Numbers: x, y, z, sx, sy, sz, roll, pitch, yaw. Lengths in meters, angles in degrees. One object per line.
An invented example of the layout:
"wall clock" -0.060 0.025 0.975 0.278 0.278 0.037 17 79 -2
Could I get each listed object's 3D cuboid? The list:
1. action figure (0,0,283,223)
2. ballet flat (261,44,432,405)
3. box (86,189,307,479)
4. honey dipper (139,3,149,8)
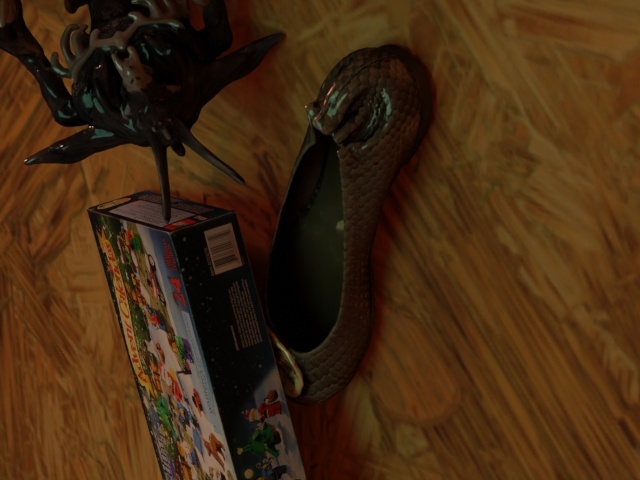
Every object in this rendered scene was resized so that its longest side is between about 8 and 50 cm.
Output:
"action figure" -0.132 -0.148 1.039 0.164 0.141 0.276 -28 77 8
"ballet flat" 0.000 0.000 1.040 0.084 0.058 0.250 44 137 27
"box" -0.069 0.091 1.144 0.159 0.044 0.233 12 119 65
"honey dipper" -0.137 -0.175 1.134 0.161 0.030 0.030 56 141 15
